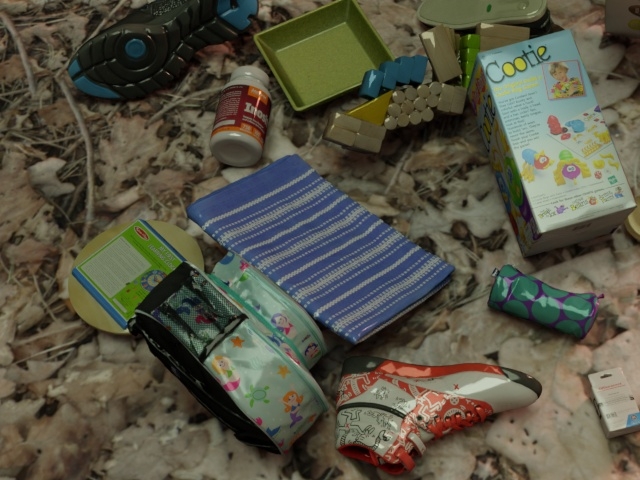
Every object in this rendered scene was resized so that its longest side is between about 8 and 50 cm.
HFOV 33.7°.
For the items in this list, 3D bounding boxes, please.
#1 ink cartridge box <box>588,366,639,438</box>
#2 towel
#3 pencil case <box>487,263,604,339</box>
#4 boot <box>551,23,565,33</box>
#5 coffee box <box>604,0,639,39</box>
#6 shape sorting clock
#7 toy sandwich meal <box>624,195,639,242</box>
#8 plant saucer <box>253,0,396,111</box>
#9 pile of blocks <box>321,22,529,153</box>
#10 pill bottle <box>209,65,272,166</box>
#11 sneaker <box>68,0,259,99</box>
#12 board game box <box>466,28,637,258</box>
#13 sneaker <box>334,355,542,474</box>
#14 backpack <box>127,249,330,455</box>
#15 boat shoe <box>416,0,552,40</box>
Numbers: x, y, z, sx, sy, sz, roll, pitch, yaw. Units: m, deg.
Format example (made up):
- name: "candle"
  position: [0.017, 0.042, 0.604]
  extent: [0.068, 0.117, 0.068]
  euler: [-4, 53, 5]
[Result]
- name: "ink cartridge box"
  position: [0.389, 0.215, 1.400]
  extent: [0.048, 0.028, 0.083]
  euler: [-14, 58, -1]
- name: "towel"
  position: [0.000, 0.000, 1.519]
  extent: [0.336, 0.040, 0.243]
  euler: [36, 42, 25]
- name: "pencil case"
  position: [0.310, 0.083, 1.470]
  extent: [0.152, 0.064, 0.070]
  euler: [20, 80, 18]
- name: "boot"
  position: [0.380, -0.299, 1.714]
  extent: [0.114, 0.037, 0.106]
  euler: [-36, 59, -19]
- name: "coffee box"
  position: [0.625, -0.485, 1.561]
  extent: [0.334, 0.337, 0.338]
  euler: [16, 85, 16]
- name: "shape sorting clock"
  position: [-0.274, 0.054, 1.578]
  extent: [0.206, 0.040, 0.206]
  euler: [-5, 55, 7]
- name: "toy sandwich meal"
  position: [0.479, -0.031, 1.541]
  extent: [0.085, 0.029, 0.085]
  euler: [-1, 69, 2]
- name: "plant saucer"
  position: [0.010, -0.301, 1.756]
  extent: [0.188, 0.045, 0.188]
  euler: [-24, 59, -7]
- name: "pile of blocks"
  position: [0.155, -0.245, 1.654]
  extent: [0.362, 0.112, 0.149]
  euler: [-22, 98, -12]
- name: "pill bottle"
  position: [-0.124, -0.201, 1.688]
  extent: [0.086, 0.086, 0.152]
  euler: [3, 60, 9]
- name: "sneaker"
  position: [-0.269, -0.349, 1.802]
  extent: [0.341, 0.125, 0.139]
  euler: [-26, 31, -5]
- name: "board game box"
  position: [0.324, -0.136, 1.516]
  extent: [0.144, 0.142, 0.275]
  euler: [-15, 75, -3]
- name: "sneaker"
  position: [0.150, 0.238, 1.384]
  extent: [0.270, 0.090, 0.145]
  euler: [3, 60, 14]
- name: "backpack"
  position: [-0.097, 0.154, 1.389]
  extent: [0.191, 0.225, 0.253]
  euler: [-40, 66, -11]
- name: "boat shoe"
  position: [0.268, -0.364, 1.746]
  extent: [0.233, 0.079, 0.084]
  euler: [9, 67, 31]
